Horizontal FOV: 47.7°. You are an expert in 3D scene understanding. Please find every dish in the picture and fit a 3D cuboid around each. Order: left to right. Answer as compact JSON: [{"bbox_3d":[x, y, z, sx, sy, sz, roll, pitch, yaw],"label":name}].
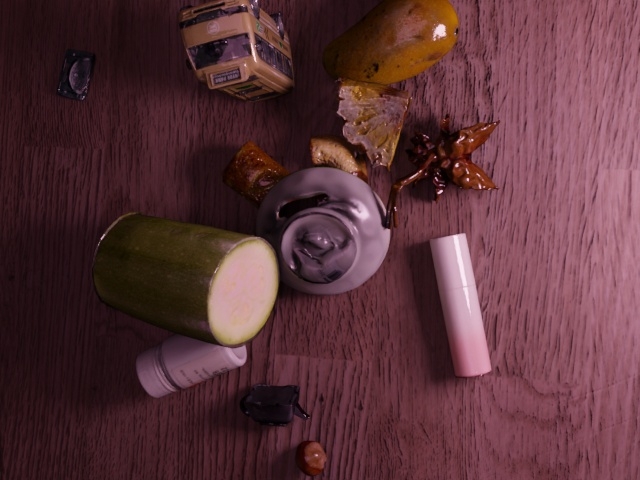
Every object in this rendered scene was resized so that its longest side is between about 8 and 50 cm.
[{"bbox_3d":[0.000,0.000,1.681,0.324,0.124,0.324,2,113,5],"label":"dish"}]

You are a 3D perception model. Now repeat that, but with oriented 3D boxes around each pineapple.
[{"bbox_3d":[0.128,-0.283,1.672,0.186,0.114,0.236,-23,115,21],"label":"pineapple"}]

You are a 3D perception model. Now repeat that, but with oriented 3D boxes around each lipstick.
[{"bbox_3d":[0.326,0.150,1.686,0.087,0.087,0.326,-11,88,12],"label":"lipstick"}]

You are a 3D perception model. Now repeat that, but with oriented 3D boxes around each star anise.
[{"bbox_3d":[0.272,-0.154,1.669,0.346,0.148,0.237,-42,80,0],"label":"star anise"}]

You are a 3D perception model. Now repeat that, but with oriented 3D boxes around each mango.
[{"bbox_3d":[0.159,-0.460,1.686,0.330,0.175,0.176,-25,42,12],"label":"mango"}]

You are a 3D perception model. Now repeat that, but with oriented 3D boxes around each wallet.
[{"bbox_3d":[-0.655,-0.443,1.930,0.088,0.026,0.129,15,94,12],"label":"wallet"}]

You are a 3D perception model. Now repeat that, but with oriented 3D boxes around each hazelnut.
[{"bbox_3d":[-0.026,0.535,1.776,0.086,0.086,0.086,0,90,12],"label":"hazelnut"}]

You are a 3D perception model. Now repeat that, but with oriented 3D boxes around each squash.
[{"bbox_3d":[-0.322,0.087,1.689,0.384,0.263,0.263,12,93,31],"label":"squash"}]

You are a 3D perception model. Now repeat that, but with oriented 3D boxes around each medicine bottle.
[{"bbox_3d":[-0.322,0.290,1.802,0.252,0.144,0.144,-23,85,9],"label":"medicine bottle"}]

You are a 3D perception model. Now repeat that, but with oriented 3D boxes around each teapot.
[{"bbox_3d":[-0.114,0.419,1.792,0.177,0.087,0.096,1,114,13],"label":"teapot"}]

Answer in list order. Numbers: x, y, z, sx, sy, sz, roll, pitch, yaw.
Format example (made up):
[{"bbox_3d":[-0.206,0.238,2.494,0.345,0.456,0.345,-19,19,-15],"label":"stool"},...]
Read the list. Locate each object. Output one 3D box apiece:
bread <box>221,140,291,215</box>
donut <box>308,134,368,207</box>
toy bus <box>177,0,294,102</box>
[{"bbox_3d":[-0.147,-0.144,1.781,0.172,0.103,0.132,39,97,11],"label":"bread"},{"bbox_3d":[0.038,-0.159,1.749,0.141,0.085,0.217,-10,88,12],"label":"donut"},{"bbox_3d":[-0.178,-0.431,1.655,0.177,0.365,0.201,-11,91,13],"label":"toy bus"}]
